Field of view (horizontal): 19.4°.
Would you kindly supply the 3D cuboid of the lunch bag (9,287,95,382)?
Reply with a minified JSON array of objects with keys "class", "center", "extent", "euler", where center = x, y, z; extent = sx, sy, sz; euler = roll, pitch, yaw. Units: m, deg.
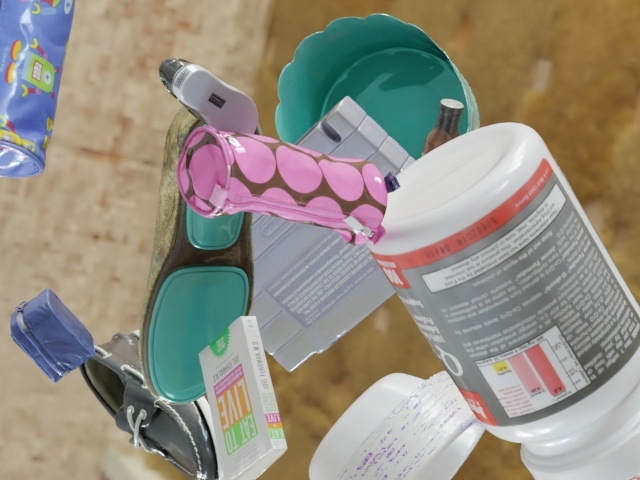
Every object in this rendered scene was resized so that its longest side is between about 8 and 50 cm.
[{"class":"lunch bag","center":[-0.306,0.106,2.092],"extent":[0.065,0.098,0.067],"euler":[-37,-161,6]}]

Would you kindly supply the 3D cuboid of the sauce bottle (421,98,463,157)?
[{"class":"sauce bottle","center":[0.130,-0.090,2.027],"extent":[0.042,0.042,0.128],"euler":[-120,-142,-56]}]

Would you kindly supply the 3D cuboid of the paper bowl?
[{"class":"paper bowl","center":[0.096,0.298,2.595],"extent":[0.148,0.284,0.284],"euler":[41,-52,15]}]

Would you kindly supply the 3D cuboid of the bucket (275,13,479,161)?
[{"class":"bucket","center":[0.086,-0.163,2.573],"extent":[0.183,0.281,0.281],"euler":[15,85,-74]}]

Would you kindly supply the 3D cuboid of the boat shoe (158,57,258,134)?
[{"class":"boat shoe","center":[-0.104,-0.134,1.758],"extent":[0.040,0.142,0.049],"euler":[35,-93,32]}]

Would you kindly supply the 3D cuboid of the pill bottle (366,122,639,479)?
[{"class":"pill bottle","center":[0.216,0.078,1.941],"extent":[0.210,0.363,0.210],"euler":[-29,-162,10]}]

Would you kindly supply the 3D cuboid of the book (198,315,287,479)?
[{"class":"book","center":[-0.077,0.162,1.904],"extent":[0.096,0.035,0.144],"euler":[-44,-126,49]}]

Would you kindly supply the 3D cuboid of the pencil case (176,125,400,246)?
[{"class":"pencil case","center":[-0.032,-0.048,1.783],"extent":[0.095,0.209,0.098],"euler":[-49,-134,36]}]

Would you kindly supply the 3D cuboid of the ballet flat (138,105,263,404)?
[{"class":"ballet flat","center":[-0.129,0.003,1.991],"extent":[0.123,0.123,0.348],"euler":[-126,-139,-59]}]

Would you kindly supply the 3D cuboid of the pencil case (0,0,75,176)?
[{"class":"pencil case","center":[-0.366,-0.231,2.231],"extent":[0.119,0.133,0.306],"euler":[-2,-107,32]}]

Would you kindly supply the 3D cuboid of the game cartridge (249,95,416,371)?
[{"class":"game cartridge","center":[0.000,0.000,2.399],"extent":[0.355,0.230,0.068],"euler":[-41,-166,34]}]

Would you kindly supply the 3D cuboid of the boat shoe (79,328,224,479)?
[{"class":"boat shoe","center":[-0.198,0.203,2.191],"extent":[0.302,0.091,0.114],"euler":[-143,-136,-58]}]

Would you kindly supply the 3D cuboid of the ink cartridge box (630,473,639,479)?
[{"class":"ink cartridge box","center":[0.360,0.322,2.033],"extent":[0.176,0.128,0.127],"euler":[-109,-179,-74]}]
